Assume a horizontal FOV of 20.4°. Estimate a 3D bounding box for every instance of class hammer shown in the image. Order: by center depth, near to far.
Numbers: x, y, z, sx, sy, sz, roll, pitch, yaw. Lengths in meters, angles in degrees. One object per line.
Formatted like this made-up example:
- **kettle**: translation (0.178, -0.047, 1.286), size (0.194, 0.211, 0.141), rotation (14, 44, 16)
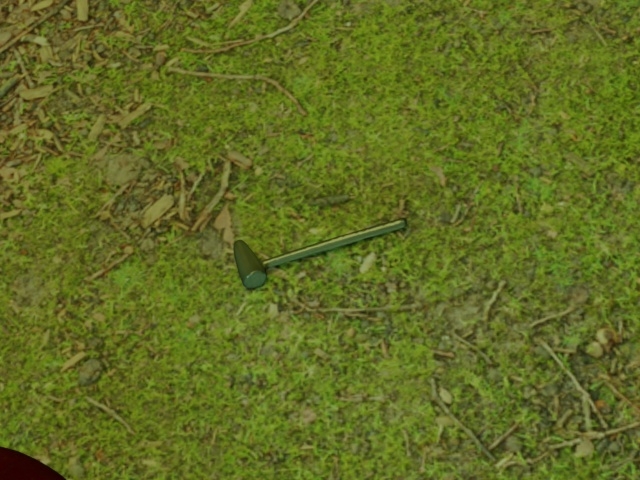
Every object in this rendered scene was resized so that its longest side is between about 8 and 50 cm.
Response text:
- **hammer**: translation (0.000, 0.000, 1.979), size (0.195, 0.028, 0.060), rotation (-16, 51, -6)

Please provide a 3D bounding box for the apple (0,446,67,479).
- **apple**: translation (-0.320, 0.315, 1.634), size (0.260, 0.216, 0.260), rotation (-7, 68, 18)
